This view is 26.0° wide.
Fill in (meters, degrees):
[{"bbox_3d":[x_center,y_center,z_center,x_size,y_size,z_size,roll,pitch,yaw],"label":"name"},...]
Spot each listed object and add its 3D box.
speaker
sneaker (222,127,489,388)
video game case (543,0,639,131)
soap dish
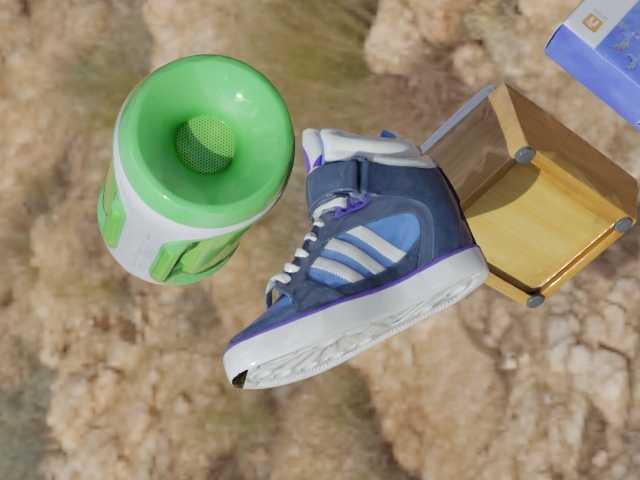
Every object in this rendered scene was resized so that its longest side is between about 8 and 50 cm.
[{"bbox_3d":[-0.100,-0.043,1.037,0.296,0.131,0.131,139,126,-74],"label":"speaker"},{"bbox_3d":[0.000,0.000,1.484,0.236,0.323,0.130,60,160,18],"label":"sneaker"},{"bbox_3d":[0.385,-0.178,1.276,0.269,0.244,0.061,41,159,7],"label":"video game case"},{"bbox_3d":[0.245,-0.045,1.745,0.229,0.291,0.118,-43,41,22],"label":"soap dish"}]
